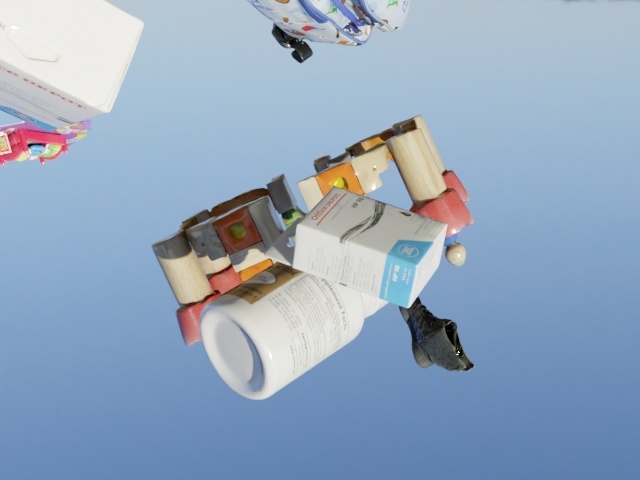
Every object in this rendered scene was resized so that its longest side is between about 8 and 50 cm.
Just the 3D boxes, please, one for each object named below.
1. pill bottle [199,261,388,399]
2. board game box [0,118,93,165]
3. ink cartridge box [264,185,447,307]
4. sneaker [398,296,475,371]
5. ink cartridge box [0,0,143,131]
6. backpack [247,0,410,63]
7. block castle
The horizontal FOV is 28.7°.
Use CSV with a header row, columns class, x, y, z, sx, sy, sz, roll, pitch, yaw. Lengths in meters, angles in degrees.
class,x,y,z,sx,sy,sz,roll,pitch,yaw
pill bottle,-0.022,0.083,1.507,0.131,0.131,0.229,18,-143,43
board game box,-0.354,-0.108,1.511,0.168,0.033,0.133,-12,169,-17
ink cartridge box,0.038,0.000,1.404,0.180,0.060,0.104,19,-146,16
sneaker,0.188,0.143,2.047,0.089,0.170,0.051,-28,155,34
ink cartridge box,-0.252,-0.164,1.042,0.148,0.086,0.203,26,168,-24
backpack,0.004,-0.370,1.517,0.213,0.277,0.263,7,179,31
block castle,0.000,0.000,1.866,0.453,0.213,0.303,-23,-173,8
